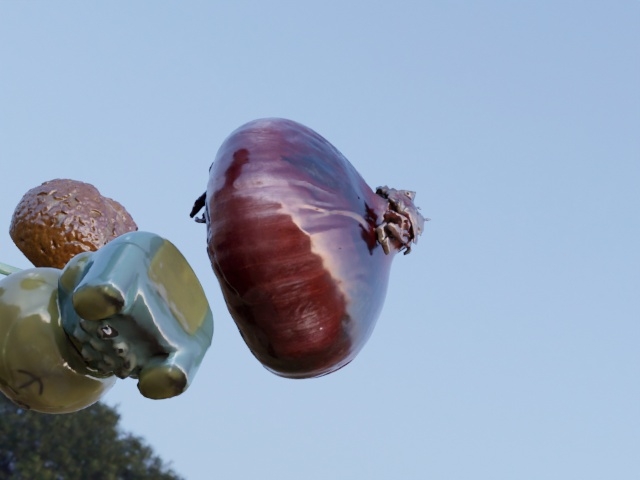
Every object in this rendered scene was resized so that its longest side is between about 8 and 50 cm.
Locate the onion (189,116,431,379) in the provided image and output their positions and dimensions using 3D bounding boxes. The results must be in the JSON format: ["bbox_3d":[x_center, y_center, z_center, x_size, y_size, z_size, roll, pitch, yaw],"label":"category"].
[{"bbox_3d":[0.000,0.000,1.095,0.285,0.347,0.347,-16,-42,9],"label":"onion"}]

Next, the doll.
[{"bbox_3d":[-0.260,0.097,0.936,0.261,0.161,0.177,-21,-62,25],"label":"doll"}]

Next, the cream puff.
[{"bbox_3d":[-0.485,-0.001,1.734,0.303,0.212,0.303,48,-6,6],"label":"cream puff"}]

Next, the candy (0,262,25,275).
[{"bbox_3d":[-0.665,0.016,1.507,0.440,0.119,0.119,20,-28,-27],"label":"candy"}]
